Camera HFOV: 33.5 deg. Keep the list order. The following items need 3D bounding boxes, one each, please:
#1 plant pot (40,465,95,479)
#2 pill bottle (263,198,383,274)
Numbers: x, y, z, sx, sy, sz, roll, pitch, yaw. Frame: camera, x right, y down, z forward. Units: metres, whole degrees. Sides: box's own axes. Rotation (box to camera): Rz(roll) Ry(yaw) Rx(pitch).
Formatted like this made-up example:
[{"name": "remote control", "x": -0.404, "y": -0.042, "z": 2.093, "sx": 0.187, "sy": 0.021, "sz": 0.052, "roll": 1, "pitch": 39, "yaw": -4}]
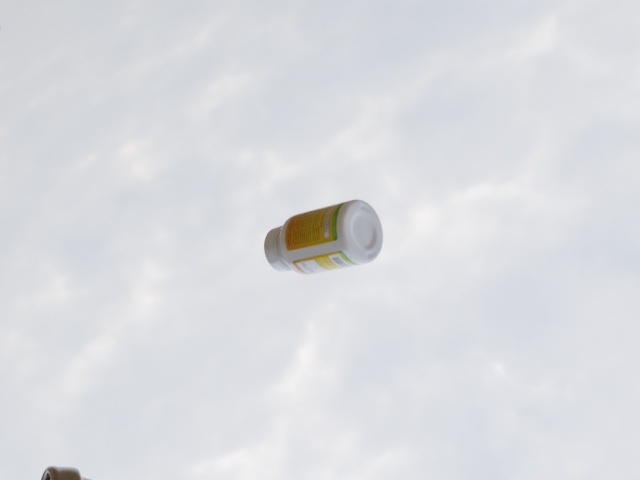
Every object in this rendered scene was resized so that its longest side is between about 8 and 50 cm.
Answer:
[{"name": "plant pot", "x": -0.401, "y": 0.552, "z": 1.950, "sx": 0.263, "sy": 0.229, "sz": 0.263, "roll": -171, "pitch": -90, "yaw": -69}, {"name": "pill bottle", "x": 0.000, "y": 0.000, "z": 2.261, "sx": 0.245, "sy": 0.136, "sz": 0.136, "roll": -13, "pitch": -145, "yaw": 41}]
